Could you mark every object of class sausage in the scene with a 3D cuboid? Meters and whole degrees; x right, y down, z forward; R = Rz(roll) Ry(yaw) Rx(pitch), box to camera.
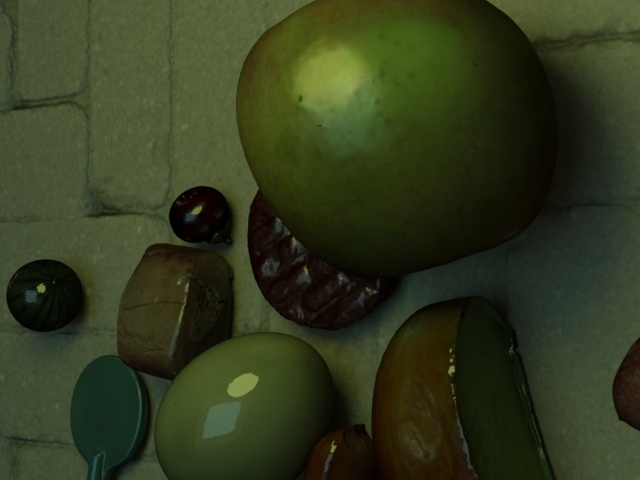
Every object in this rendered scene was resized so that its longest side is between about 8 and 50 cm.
[{"bbox_3d":[0.009,0.348,1.315,0.083,0.089,0.300,19,108,46],"label":"sausage"}]

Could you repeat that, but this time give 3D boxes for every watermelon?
[{"bbox_3d":[-0.386,0.074,1.623,0.133,0.105,0.105,-34,68,54],"label":"watermelon"}]

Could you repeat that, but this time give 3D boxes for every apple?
[{"bbox_3d":[0.153,0.231,1.205,0.179,0.254,0.346,-14,78,-5],"label":"apple"},{"bbox_3d":[0.078,-0.103,1.156,0.319,0.319,0.277,-15,83,36],"label":"apple"}]

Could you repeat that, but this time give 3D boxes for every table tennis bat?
[{"bbox_3d":[-0.303,0.282,1.601,0.153,0.040,0.244,4,86,39],"label":"table tennis bat"}]

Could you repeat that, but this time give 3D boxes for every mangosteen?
[{"bbox_3d":[-0.155,-0.030,1.473,0.081,0.081,0.081,-1,89,37],"label":"mangosteen"}]

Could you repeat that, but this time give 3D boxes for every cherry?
[{"bbox_3d":[0.368,0.106,1.070,0.225,0.090,0.107,-39,60,19],"label":"cherry"}]

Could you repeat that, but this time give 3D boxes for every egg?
[{"bbox_3d":[-0.088,0.209,1.348,0.242,0.186,0.186,-39,67,20],"label":"egg"}]

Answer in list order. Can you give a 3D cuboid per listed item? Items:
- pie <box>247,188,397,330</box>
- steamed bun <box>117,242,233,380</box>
[{"bbox_3d":[0.000,0.000,1.370,0.204,0.054,0.218,-20,79,35],"label":"pie"},{"bbox_3d":[-0.187,0.092,1.482,0.145,0.106,0.175,4,78,42],"label":"steamed bun"}]
